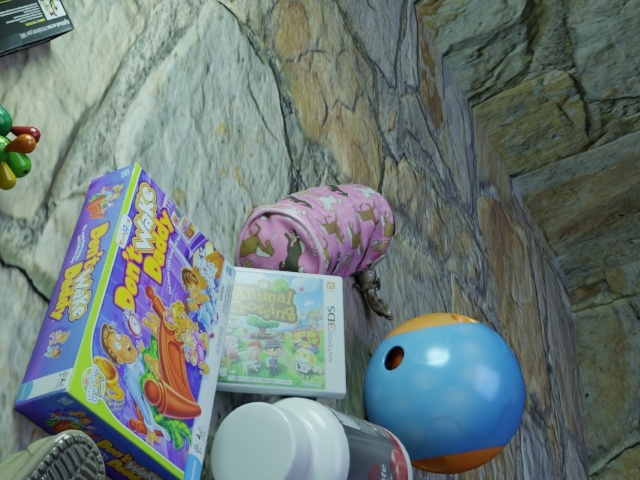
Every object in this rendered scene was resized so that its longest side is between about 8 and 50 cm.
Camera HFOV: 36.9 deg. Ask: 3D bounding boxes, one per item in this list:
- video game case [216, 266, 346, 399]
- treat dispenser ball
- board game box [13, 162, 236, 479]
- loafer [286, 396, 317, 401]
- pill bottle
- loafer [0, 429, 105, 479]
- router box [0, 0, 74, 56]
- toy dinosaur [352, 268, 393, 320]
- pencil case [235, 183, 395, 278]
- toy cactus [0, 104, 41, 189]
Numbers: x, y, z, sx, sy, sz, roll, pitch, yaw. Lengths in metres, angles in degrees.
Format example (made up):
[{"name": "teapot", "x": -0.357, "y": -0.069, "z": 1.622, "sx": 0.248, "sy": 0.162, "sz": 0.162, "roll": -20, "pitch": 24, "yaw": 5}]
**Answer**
[{"name": "video game case", "x": -0.070, "y": 0.128, "z": 1.368, "sx": 0.023, "sy": 0.213, "sz": 0.193, "roll": 110, "pitch": -18, "yaw": -54}, {"name": "treat dispenser ball", "x": 0.221, "y": 0.273, "z": 1.730, "sx": 0.288, "sy": 0.288, "sz": 0.288, "roll": 45, "pitch": 35, "yaw": -45}, {"name": "board game box", "x": -0.220, "y": 0.109, "z": 1.177, "sx": 0.233, "sy": 0.078, "sz": 0.347, "roll": 51, "pitch": 32, "yaw": -38}, {"name": "loafer", "x": -0.037, "y": 0.176, "z": 1.538, "sx": 0.061, "sy": 0.062, "sz": 0.170, "roll": 29, "pitch": 46, "yaw": -49}, {"name": "pill bottle", "x": -0.011, "y": 0.319, "z": 1.348, "sx": 0.318, "sy": 0.176, "sz": 0.176, "roll": 33, "pitch": 45, "yaw": -54}, {"name": "loafer", "x": -0.306, "y": 0.279, "z": 0.869, "sx": 0.268, "sy": 0.092, "sz": 0.102, "roll": -43, "pitch": 108, "yaw": -46}, {"name": "router box", "x": -0.386, "y": -0.294, "z": 1.155, "sx": 0.133, "sy": 0.046, "sz": 0.179, "roll": 66, "pitch": 25, "yaw": -13}, {"name": "toy dinosaur", "x": 0.080, "y": 0.029, "z": 1.888, "sx": 0.118, "sy": 0.064, "sz": 0.268, "roll": 44, "pitch": 33, "yaw": -71}, {"name": "pencil case", "x": 0.000, "y": 0.000, "z": 1.628, "sx": 0.386, "sy": 0.167, "sz": 0.160, "roll": -20, "pitch": 131, "yaw": -65}, {"name": "toy cactus", "x": -0.375, "y": -0.158, "z": 1.015, "sx": 0.219, "sy": 0.112, "sz": 0.180, "roll": 34, "pitch": 44, "yaw": -46}]
